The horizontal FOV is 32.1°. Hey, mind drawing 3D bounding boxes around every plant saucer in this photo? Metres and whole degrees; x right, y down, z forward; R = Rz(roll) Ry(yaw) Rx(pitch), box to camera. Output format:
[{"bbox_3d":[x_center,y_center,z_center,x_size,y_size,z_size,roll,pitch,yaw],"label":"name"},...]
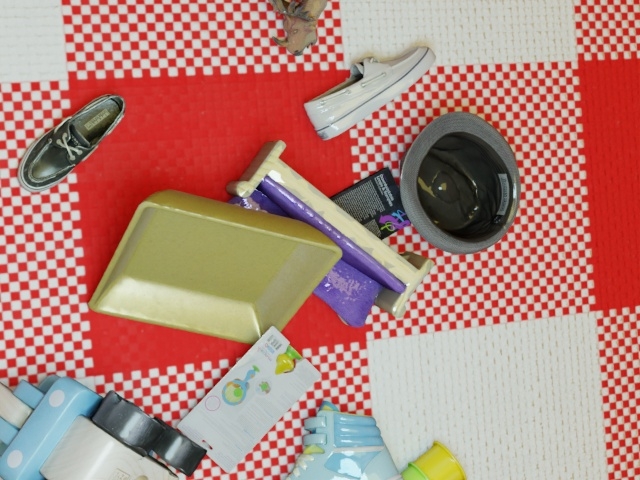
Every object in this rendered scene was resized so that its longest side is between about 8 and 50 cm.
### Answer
[{"bbox_3d":[-0.178,0.037,1.830,0.333,0.333,0.081,14,52,-20],"label":"plant saucer"}]

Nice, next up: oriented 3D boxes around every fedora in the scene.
[{"bbox_3d":[0.235,-0.105,2.046,0.275,0.124,0.244,35,81,-25],"label":"fedora"}]

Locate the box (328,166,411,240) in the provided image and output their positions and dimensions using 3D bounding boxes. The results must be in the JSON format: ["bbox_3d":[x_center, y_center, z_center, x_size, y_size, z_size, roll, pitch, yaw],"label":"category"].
[{"bbox_3d":[0.080,-0.048,2.041,0.162,0.029,0.116,-29,99,-16],"label":"box"}]

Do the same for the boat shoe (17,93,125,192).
[{"bbox_3d":[-0.411,-0.166,1.837,0.219,0.070,0.078,-47,105,-14],"label":"boat shoe"}]

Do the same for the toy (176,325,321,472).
[{"bbox_3d":[-0.128,0.272,1.947,0.237,0.056,0.137,-45,113,-5],"label":"toy"}]

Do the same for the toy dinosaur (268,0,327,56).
[{"bbox_3d":[-0.046,-0.492,1.948,0.200,0.127,0.296,-31,95,-10],"label":"toy dinosaur"}]

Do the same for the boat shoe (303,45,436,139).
[{"bbox_3d":[0.087,-0.288,2.012,0.267,0.096,0.088,-35,106,-8],"label":"boat shoe"}]

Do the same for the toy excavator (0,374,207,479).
[{"bbox_3d":[-0.467,0.278,1.756,0.222,0.445,0.433,-57,148,-12],"label":"toy excavator"}]

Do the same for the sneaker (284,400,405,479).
[{"bbox_3d":[-0.025,0.403,1.969,0.319,0.127,0.208,-17,77,-7],"label":"sneaker"}]

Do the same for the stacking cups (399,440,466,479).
[{"bbox_3d":[0.116,0.491,2.024,0.316,0.096,0.096,-33,101,-16],"label":"stacking cups"}]

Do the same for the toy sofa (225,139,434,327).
[{"bbox_3d":[0.000,0.000,1.925,0.362,0.150,0.177,38,85,-12],"label":"toy sofa"}]
